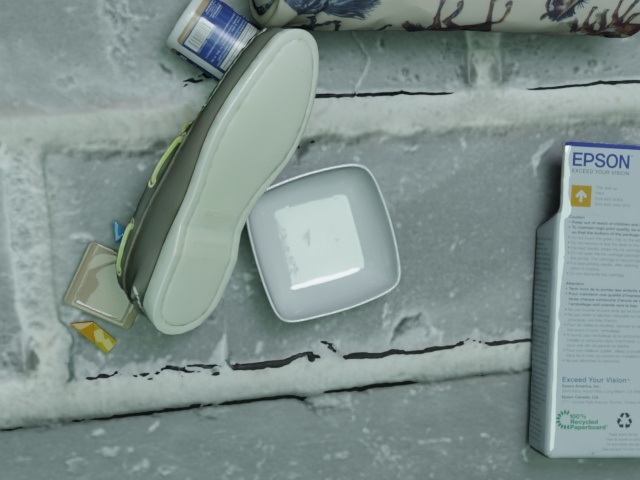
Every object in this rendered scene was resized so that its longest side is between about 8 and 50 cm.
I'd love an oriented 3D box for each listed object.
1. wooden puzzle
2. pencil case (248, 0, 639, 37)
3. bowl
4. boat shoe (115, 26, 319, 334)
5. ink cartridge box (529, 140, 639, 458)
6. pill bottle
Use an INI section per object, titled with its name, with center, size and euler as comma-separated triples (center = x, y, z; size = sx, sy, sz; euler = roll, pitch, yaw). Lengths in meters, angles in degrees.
[wooden puzzle]
center = -0.208, 0.045, 1.042
size = 0.078, 0.014, 0.116
euler = 32, 88, -16
[pencil case]
center = 0.127, -0.281, 1.013
size = 0.410, 0.183, 0.160
euler = -1, 123, -11
[bowl]
center = 0.000, 0.000, 1.059
size = 0.142, 0.053, 0.142
euler = -17, 97, -9
[boat shoe]
center = -0.102, -0.065, 0.980
size = 0.109, 0.091, 0.305
euler = 15, 104, -51
[ink cartridge box]
center = 0.390, 0.067, 1.134
size = 0.324, 0.071, 0.330
euler = 3, 90, -11
[pill bottle]
center = -0.083, -0.183, 1.022
size = 0.120, 0.067, 0.067
euler = 33, 87, -12
